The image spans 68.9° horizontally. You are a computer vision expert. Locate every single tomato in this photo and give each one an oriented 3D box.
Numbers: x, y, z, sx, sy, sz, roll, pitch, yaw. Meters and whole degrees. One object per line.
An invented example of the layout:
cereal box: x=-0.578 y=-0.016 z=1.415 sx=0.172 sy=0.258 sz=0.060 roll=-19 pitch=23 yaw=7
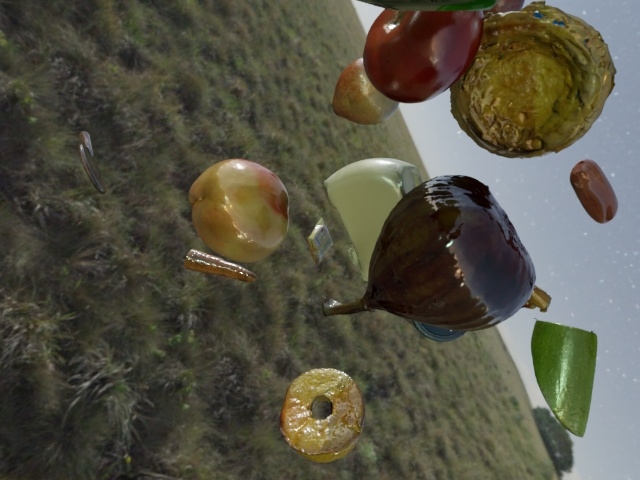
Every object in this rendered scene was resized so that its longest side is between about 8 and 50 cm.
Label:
tomato: x=0.159 y=-0.302 z=0.716 sx=0.136 sy=0.195 sz=0.195 roll=31 pitch=32 yaw=-29

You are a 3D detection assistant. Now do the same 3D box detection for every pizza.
pizza: x=0.458 y=0.120 z=1.116 sx=0.188 sy=0.062 sz=0.199 roll=44 pitch=1 yaw=33

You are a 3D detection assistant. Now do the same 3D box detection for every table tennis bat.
table tennis bat: x=-0.437 y=-0.188 z=0.988 sx=0.108 sy=0.119 sz=0.170 roll=86 pitch=-22 yaw=-56

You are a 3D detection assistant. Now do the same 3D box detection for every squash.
squash: x=0.663 y=0.380 z=1.340 sx=0.203 sy=0.111 sz=0.289 roll=-5 pitch=-111 yaw=68

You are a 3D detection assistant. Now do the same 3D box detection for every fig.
fig: x=0.514 y=-0.741 z=1.417 sx=0.205 sy=0.205 sz=0.205 roll=59 pitch=16 yaw=-29
fig: x=0.132 y=0.052 z=0.688 sx=0.217 sy=0.320 sz=0.217 roll=32 pitch=41 yaw=-33

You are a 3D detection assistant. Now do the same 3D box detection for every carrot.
carrot: x=-0.272 y=0.078 z=1.300 sx=0.061 sy=0.209 sz=0.061 roll=15 pitch=90 yaw=-81

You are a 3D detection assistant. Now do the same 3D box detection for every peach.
peach: x=-0.141 y=-0.054 z=0.817 sx=0.184 sy=0.184 sz=0.184 roll=59 pitch=16 yaw=-29
peach: x=0.141 y=-0.481 z=1.545 sx=0.233 sy=0.232 sz=0.233 roll=59 pitch=16 yaw=-29

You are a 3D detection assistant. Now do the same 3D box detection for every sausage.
sausage: x=0.633 y=-0.111 z=1.076 sx=0.194 sy=0.077 sz=0.077 roll=40 pitch=27 yaw=-31

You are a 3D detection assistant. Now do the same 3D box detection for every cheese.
cheese: x=0.123 y=-0.043 z=1.004 sx=0.127 sy=0.233 sz=0.266 roll=-20 pitch=90 yaw=-59

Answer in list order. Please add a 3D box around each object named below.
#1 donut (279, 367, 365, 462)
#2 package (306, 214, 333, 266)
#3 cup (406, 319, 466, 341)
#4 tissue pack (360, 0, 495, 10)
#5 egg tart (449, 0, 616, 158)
donut: x=0.006 y=0.353 z=0.934 sx=0.190 sy=0.174 sz=0.075 roll=-108 pitch=-176 yaw=-53
package: x=-0.001 y=0.001 z=1.394 sx=0.121 sy=0.031 sz=0.108 roll=-56 pitch=138 yaw=-42
cup: x=0.426 y=0.200 z=1.661 sx=0.242 sy=0.307 sz=0.292 roll=63 pitch=1 yaw=-4
tissue pack: x=0.075 y=-0.372 z=0.372 sx=0.405 sy=0.205 sz=0.332 roll=-51 pitch=145 yaw=-61
egg tart: x=0.363 y=-0.284 z=0.831 sx=0.107 sy=0.290 sz=0.291 roll=-51 pitch=123 yaw=-36
